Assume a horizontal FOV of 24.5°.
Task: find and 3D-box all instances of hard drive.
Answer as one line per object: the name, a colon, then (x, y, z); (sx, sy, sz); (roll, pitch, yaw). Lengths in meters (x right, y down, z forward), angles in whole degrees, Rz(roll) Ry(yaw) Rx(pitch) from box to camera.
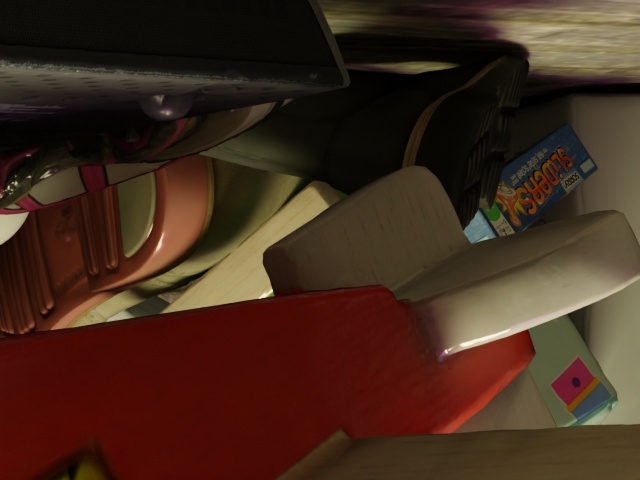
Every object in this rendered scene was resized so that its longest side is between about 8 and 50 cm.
hard drive: (-0.138, -0.050, 0.410); (0.255, 0.054, 0.172); (-5, 179, 42)

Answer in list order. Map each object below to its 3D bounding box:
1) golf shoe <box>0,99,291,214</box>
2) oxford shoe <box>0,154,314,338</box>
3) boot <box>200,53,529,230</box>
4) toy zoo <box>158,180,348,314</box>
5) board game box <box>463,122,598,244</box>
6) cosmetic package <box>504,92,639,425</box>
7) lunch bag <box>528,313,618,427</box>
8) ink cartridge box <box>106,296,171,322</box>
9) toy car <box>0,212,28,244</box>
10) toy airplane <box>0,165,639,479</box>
golf shoe: (-0.086, -0.046, 0.538); (0.186, 0.067, 0.086); (-5, 180, 40)
oxford shoe: (-0.115, -0.007, 0.879); (0.130, 0.123, 0.348); (-8, 178, -32)
boot: (0.019, -0.062, 0.694); (0.137, 0.076, 0.198); (14, -170, 13)
toy zoo: (0.000, 0.000, 0.853); (0.192, 0.030, 0.293); (-39, 176, 29)
board game box: (0.052, 0.011, 0.861); (0.201, 0.035, 0.136); (-34, 179, 39)
cosmetic package: (0.239, 0.069, 1.105); (0.328, 0.329, 0.394); (-3, 180, -21)
lunch bag: (0.029, 0.119, 0.875); (0.224, 0.107, 0.279); (-20, 169, -22)
ink cartridge box: (-0.168, 0.058, 1.211); (0.308, 0.091, 0.385); (32, -176, -41)
toy car: (-0.249, 0.004, 0.783); (0.159, 0.136, 0.182); (-4, 179, 23)
toy airplane: (-0.051, 0.113, 0.471); (0.385, 0.272, 0.386); (-11, 173, 6)
